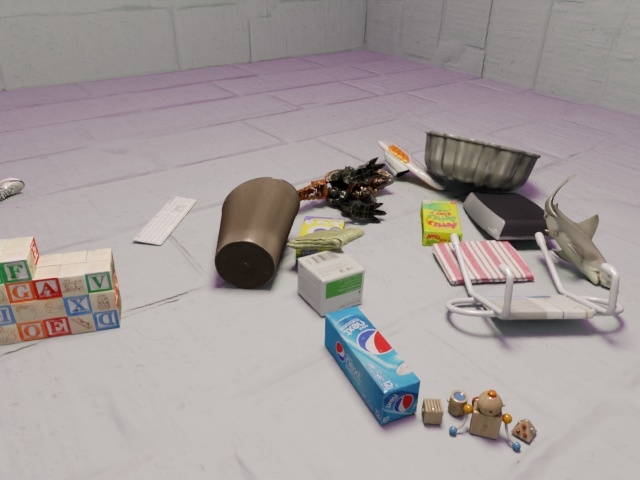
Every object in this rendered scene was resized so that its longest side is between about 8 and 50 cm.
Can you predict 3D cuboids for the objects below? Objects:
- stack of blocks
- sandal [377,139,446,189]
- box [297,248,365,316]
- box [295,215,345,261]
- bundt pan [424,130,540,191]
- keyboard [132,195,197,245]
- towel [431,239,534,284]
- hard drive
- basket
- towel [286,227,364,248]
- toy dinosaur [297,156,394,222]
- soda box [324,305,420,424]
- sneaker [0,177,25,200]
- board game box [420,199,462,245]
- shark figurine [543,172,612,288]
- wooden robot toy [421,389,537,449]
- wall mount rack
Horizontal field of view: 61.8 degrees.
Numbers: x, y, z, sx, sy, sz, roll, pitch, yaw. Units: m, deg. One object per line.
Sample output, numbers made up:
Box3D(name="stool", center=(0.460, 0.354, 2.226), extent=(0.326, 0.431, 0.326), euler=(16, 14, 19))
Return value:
Box3D(name="stack of blocks", center=(-0.528, 0.088, 0.965), extent=(0.297, 0.171, 0.087), euler=(-6, 30, -15))
Box3D(name="sandal", center=(0.263, -0.217, 1.643), extent=(0.265, 0.076, 0.102), euler=(43, 30, 23))
Box3D(name="box", center=(0.019, 0.082, 1.082), extent=(0.101, 0.087, 0.102), euler=(-14, 34, -28))
Box3D(name="box", center=(0.000, 0.000, 1.275), extent=(0.105, 0.043, 0.179), euler=(4, 31, 5))
Box3D(name="bundt pan", center=(0.450, -0.223, 1.546), extent=(0.331, 0.124, 0.331), euler=(13, 12, -3))
Box3D(name="keyboard", center=(-0.397, -0.057, 1.386), extent=(0.072, 0.014, 0.256), euler=(5, 30, 7))
Box3D(name="towel", center=(0.366, 0.052, 1.217), extent=(0.197, 0.029, 0.144), euler=(-3, 32, -6))
Box3D(name="hard drive", center=(0.484, -0.069, 1.380), extent=(0.172, 0.054, 0.254), euler=(0, 22, -4))
Box3D(name="basket", center=(-0.150, -0.012, 1.182), extent=(0.204, 0.154, 0.227), euler=(-25, 30, 21))
Box3D(name="towel", center=(0.012, -0.003, 1.158), extent=(0.148, 0.027, 0.110), euler=(-4, 11, 36))
Box3D(name="toy dinosaur", center=(0.072, -0.134, 1.459), extent=(0.322, 0.164, 0.218), euler=(-34, 26, -19))
Box3D(name="soda box", center=(0.079, 0.200, 0.891), extent=(0.067, 0.071, 0.210), euler=(-12, 32, -22))
Box3D(name="sneaker", center=(-0.882, -0.129, 1.467), extent=(0.135, 0.052, 0.058), euler=(-23, 47, -25))
Box3D(name="board game box", center=(0.306, -0.046, 1.367), extent=(0.092, 0.043, 0.181), euler=(5, 30, 6))
Box3D(name="shark figurine", center=(0.558, -0.034, 1.169), extent=(0.116, 0.278, 0.166), euler=(-39, 19, 4))
Box3D(name="wooden robot toy", center=(0.244, 0.248, 0.806), extent=(0.173, 0.079, 0.076), euler=(10, 31, 14))
Box3D(name="wall mount rack", center=(0.414, 0.070, 1.086), extent=(0.350, 0.130, 0.304), euler=(0, 10, -5))
